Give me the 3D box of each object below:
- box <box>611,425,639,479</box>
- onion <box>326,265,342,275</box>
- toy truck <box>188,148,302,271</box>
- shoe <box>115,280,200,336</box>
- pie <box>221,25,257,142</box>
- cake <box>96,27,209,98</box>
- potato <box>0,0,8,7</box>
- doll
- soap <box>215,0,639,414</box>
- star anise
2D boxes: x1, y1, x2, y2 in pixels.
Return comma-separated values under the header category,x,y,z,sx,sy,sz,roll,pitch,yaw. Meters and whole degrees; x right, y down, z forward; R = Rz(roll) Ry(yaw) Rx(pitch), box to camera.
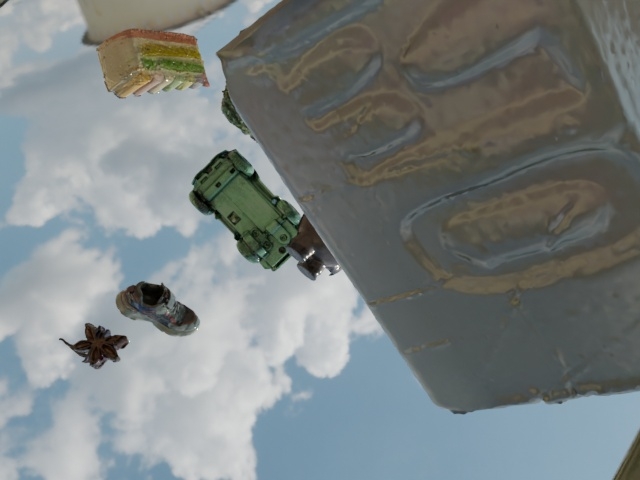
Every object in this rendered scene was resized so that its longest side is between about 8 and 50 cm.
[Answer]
category,x,y,z,sx,sy,sz,roll,pitch,yaw
box,0.576,0.411,1.082,0.177,0.352,0.344,8,-126,53
onion,0.012,-0.011,2.054,0.135,0.173,0.198,-43,-105,1
toy truck,-0.157,-0.067,1.635,0.155,0.279,0.156,-44,179,4
shoe,-0.404,0.159,1.887,0.228,0.125,0.099,22,-143,-21
pie,-0.076,-0.361,1.712,0.288,0.354,0.103,15,-146,-13
cake,-0.300,-0.344,1.394,0.225,0.109,0.090,-18,176,-41
potato,-0.646,-0.480,1.393,0.086,0.061,0.122,-42,-128,-7
doll,0.045,-0.044,1.429,0.257,0.182,0.117,-41,-134,-13
soap,0.156,-0.083,0.648,0.350,0.435,0.213,-18,-159,41
star anise,-0.514,0.234,1.630,0.191,0.070,0.097,16,-119,25
